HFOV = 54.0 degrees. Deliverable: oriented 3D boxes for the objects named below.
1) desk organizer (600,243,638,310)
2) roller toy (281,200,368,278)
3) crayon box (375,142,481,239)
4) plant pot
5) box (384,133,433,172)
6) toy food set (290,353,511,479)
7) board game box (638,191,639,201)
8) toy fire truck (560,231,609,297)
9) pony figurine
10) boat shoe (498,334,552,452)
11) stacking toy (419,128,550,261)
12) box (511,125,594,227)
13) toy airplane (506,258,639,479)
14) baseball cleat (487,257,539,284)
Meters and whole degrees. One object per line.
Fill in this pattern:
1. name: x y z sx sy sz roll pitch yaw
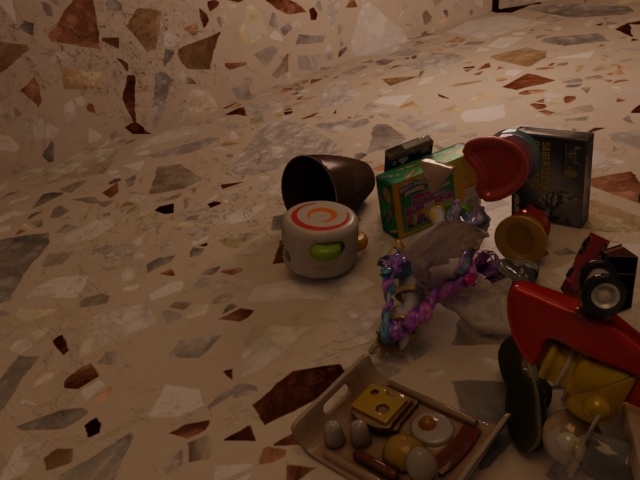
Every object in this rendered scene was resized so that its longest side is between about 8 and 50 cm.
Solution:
1. desk organizer: 0.590 0.078 1.250 0.047 0.130 0.050 -17 33 -10
2. roller toy: 0.000 0.000 1.573 0.191 0.146 0.209 19 36 28
3. crayon box: 0.292 -0.134 1.673 0.278 0.166 0.081 -22 32 -17
4. plant pot: 0.044 -0.154 1.788 0.215 0.216 0.230 18 27 40
5. box: 0.235 -0.174 1.721 0.136 0.225 0.036 -23 52 -17
6. toy food set: 0.131 0.311 1.061 0.306 0.093 0.219 17 41 39
7. board game box: 0.912 -0.125 1.575 0.186 0.026 0.126 11 37 34
8. toy fire truck: 0.554 0.056 1.326 0.047 0.135 0.192 28 63 20
9. pony figurine: 0.258 0.067 1.301 0.351 0.303 0.364 -32 21 35
10. boat shoe: 0.362 0.262 1.079 0.073 0.080 0.224 22 39 -14
11. stacking toy: 0.402 -0.109 1.499 0.279 0.309 0.130 -1 23 37
12. box: 0.568 -0.158 1.551 0.183 0.231 0.056 15 36 36
13. toy airplane: 0.455 0.246 0.919 0.272 0.386 0.384 -51 35 19
14. baseball cleat: 0.443 0.087 1.346 0.109 0.072 0.206 -14 34 -16
